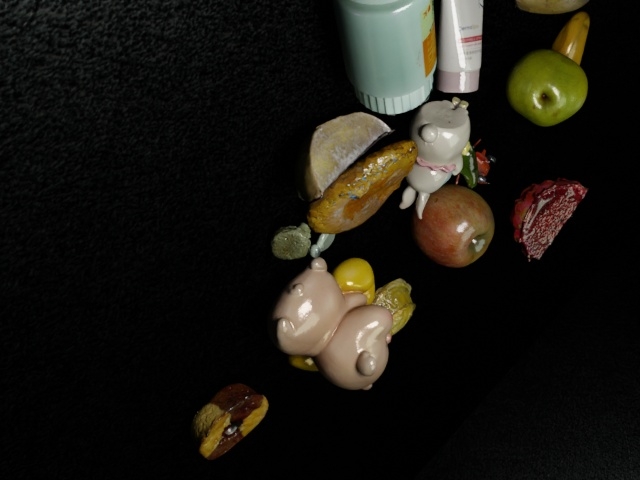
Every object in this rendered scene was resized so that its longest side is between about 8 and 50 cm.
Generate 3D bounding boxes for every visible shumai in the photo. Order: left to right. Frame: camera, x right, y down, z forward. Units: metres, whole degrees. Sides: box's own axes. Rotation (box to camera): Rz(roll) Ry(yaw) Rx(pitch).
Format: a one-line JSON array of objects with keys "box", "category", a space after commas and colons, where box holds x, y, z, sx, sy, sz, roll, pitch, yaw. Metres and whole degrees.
[{"box": [-0.052, -0.009, 1.746, 0.083, 0.082, 0.080, -57, -168, 39], "category": "shumai"}]

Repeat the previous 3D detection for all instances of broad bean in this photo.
[{"box": [0.316, -0.205, 2.022, 0.061, 0.046, 0.195, -49, 131, -18], "category": "broad bean"}]

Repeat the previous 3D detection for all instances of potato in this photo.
[{"box": [0.010, -0.163, 1.638, 0.120, 0.100, 0.261, -24, -164, 46], "category": "potato"}, {"box": [0.504, -0.529, 1.851, 0.182, 0.117, 0.202, -58, 157, 18], "category": "potato"}]

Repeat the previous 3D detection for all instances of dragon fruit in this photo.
[{"box": [0.620, -0.077, 2.560, 0.262, 0.163, 0.189, -59, -175, 8], "category": "dragon fruit"}]

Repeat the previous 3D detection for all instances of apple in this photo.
[{"box": [0.304, -0.037, 2.093, 0.188, 0.174, 0.188, -30, 145, -24], "category": "apple"}]

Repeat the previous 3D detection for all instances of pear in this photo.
[{"box": [0.513, -0.351, 2.047, 0.216, 0.180, 0.166, -53, 160, -67], "category": "pear"}]

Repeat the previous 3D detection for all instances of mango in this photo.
[{"box": [0.584, -0.447, 2.128, 0.098, 0.075, 0.190, -33, 147, -60], "category": "mango"}]

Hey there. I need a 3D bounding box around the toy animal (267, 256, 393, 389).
[{"box": [0.061, 0.184, 1.926, 0.277, 0.246, 0.345, -47, 152, -10], "category": "toy animal"}]

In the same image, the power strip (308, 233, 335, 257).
[{"box": [0.000, 0.000, 1.857, 0.083, 0.035, 0.055, -49, 155, -32], "category": "power strip"}]

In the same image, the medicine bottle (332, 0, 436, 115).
[{"box": [0.104, -0.353, 1.443, 0.158, 0.158, 0.318, -42, 151, -16], "category": "medicine bottle"}]

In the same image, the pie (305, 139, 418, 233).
[{"box": [0.087, -0.107, 1.775, 0.273, 0.069, 0.273, -39, 165, -12], "category": "pie"}]

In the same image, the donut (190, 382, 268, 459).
[{"box": [-0.204, 0.388, 1.964, 0.184, 0.073, 0.166, -47, 153, -6], "category": "donut"}]

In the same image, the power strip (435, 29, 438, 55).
[{"box": [0.266, -0.407, 1.765, 0.136, 0.019, 0.051, -32, 145, -31], "category": "power strip"}]

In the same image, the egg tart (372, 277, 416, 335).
[{"box": [0.174, 0.183, 2.281, 0.191, 0.074, 0.191, -33, 148, -25], "category": "egg tart"}]

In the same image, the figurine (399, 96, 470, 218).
[{"box": [0.238, -0.173, 1.898, 0.155, 0.127, 0.236, -59, 165, -45], "category": "figurine"}]

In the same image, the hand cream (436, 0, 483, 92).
[{"box": [0.266, -0.406, 1.690, 0.133, 0.083, 0.248, -24, 122, -44], "category": "hand cream"}]

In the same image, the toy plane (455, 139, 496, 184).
[{"box": [0.372, -0.162, 2.155, 0.126, 0.077, 0.194, -53, 155, -26], "category": "toy plane"}]
